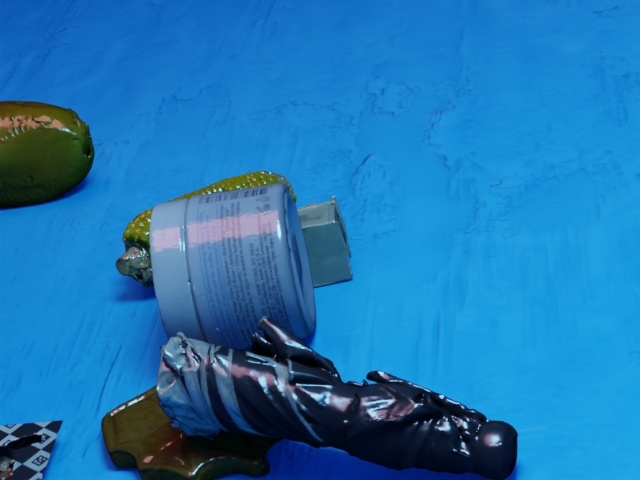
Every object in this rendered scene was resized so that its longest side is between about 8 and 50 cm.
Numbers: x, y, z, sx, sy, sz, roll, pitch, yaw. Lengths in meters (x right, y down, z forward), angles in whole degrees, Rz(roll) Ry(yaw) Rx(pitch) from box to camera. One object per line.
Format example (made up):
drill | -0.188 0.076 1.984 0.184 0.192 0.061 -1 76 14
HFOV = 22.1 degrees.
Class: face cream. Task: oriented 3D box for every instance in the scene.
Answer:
face cream | -0.093 0.033 1.796 0.153 0.177 0.177 -9 26 5

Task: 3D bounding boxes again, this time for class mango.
mango | -0.436 -0.125 2.311 0.249 0.151 0.156 -7 -8 20

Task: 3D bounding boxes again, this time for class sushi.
sushi | -0.330 0.237 1.678 0.120 0.026 0.126 -6 31 11

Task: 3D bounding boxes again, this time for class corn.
corn | -0.141 -0.019 2.016 0.262 0.097 0.097 -28 29 -33

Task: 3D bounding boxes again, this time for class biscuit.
biscuit | -0.118 0.188 1.659 0.182 0.034 0.215 -29 30 -28

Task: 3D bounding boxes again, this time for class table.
table | 0.000 0.000 1.926 0.062 0.079 0.083 -13 24 5

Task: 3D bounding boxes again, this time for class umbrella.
umbrella | 0.016 0.156 1.547 0.358 0.113 0.106 10 55 19
